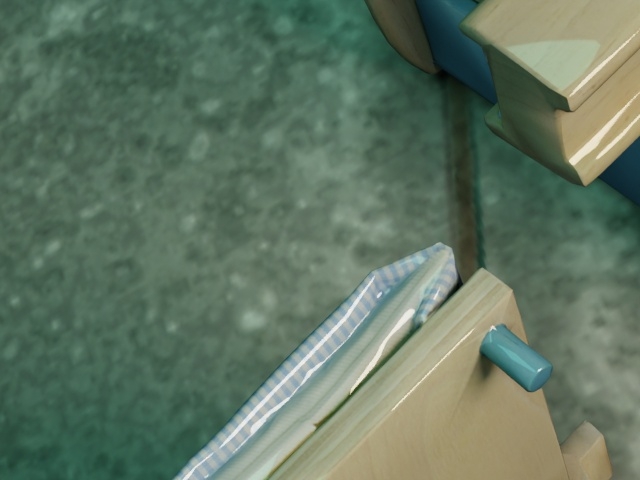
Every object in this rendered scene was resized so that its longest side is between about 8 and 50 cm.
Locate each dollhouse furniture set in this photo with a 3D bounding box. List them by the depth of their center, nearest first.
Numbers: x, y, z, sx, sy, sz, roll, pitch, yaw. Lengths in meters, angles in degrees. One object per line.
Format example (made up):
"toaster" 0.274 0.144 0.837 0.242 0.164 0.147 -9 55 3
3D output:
"dollhouse furniture set" 0.000 0.000 0.505 0.303 0.286 0.198 -45 58 -11
